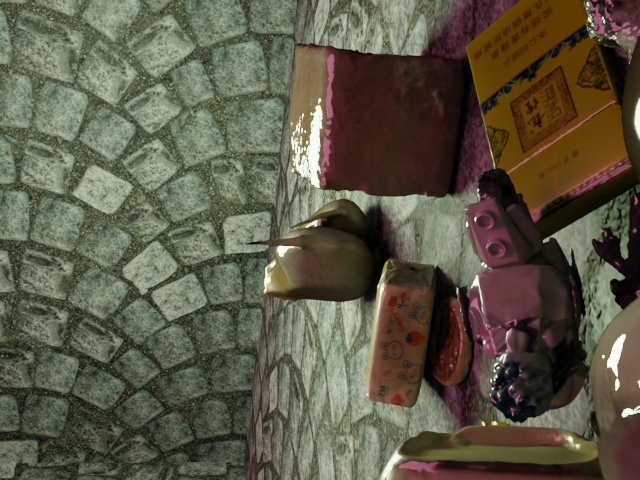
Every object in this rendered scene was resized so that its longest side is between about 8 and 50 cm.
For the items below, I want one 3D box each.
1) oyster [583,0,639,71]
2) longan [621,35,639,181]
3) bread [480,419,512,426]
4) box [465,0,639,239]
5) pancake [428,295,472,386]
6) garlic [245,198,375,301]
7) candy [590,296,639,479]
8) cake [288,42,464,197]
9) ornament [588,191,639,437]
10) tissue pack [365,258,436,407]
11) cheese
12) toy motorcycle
[{"bbox_3d":[0.285,-0.227,0.691,0.125,0.064,0.177,113,146,-45],"label":"oyster"},{"bbox_3d":[0.273,-0.080,0.413,0.220,0.196,0.197,124,147,-64],"label":"longan"},{"bbox_3d":[0.205,0.314,0.929,0.149,0.065,0.188,116,157,-49],"label":"bread"},{"bbox_3d":[0.242,-0.148,0.801,0.153,0.041,0.279,-37,45,41],"label":"box"},{"bbox_3d":[0.191,0.148,1.126,0.139,0.022,0.140,-176,90,-78],"label":"pancake"},{"bbox_3d":[0.000,0.000,1.573,0.340,0.245,0.232,82,-162,-69],"label":"garlic"},{"bbox_3d":[0.269,0.113,0.338,0.295,0.185,0.296,46,156,28],"label":"candy"},{"bbox_3d":[0.082,-0.203,1.250,0.309,0.236,0.230,-136,47,-71],"label":"cake"},{"bbox_3d":[0.280,0.069,0.598,0.202,0.080,0.236,-152,66,-81],"label":"ornament"},{"bbox_3d":[0.127,0.143,1.196,0.148,0.092,0.196,-56,-27,-74],"label":"tissue pack"},{"bbox_3d":[0.167,0.289,0.676,0.127,0.265,0.234,13,-109,-63],"label":"cheese"},{"bbox_3d":[0.186,0.070,0.685,0.108,0.239,0.204,-32,13,34],"label":"toy motorcycle"}]
